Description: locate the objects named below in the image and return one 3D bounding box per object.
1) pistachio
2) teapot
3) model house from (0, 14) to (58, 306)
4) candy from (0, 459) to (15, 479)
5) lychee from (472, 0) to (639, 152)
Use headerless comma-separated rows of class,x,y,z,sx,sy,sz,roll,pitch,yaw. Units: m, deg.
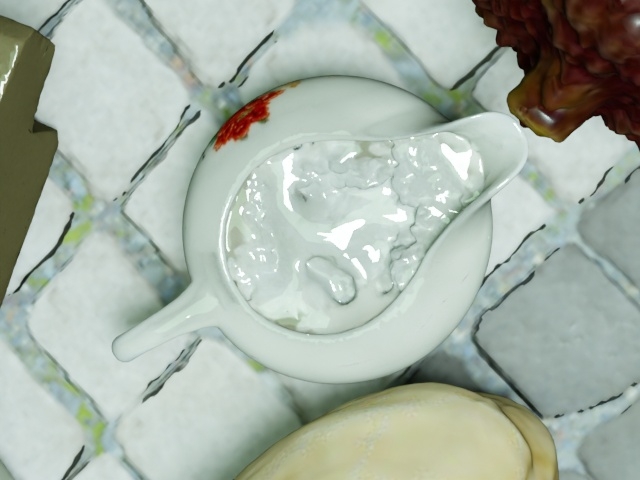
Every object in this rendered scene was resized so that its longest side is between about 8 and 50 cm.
pistachio,0.009,0.153,0.823,0.229,0.157,0.157,-29,90,15
teapot,0.000,0.000,0.830,0.226,0.092,0.145,-32,87,14
model house,-0.265,-0.069,0.827,0.248,0.181,0.176,22,99,6
candy,-0.165,0.282,0.867,0.208,0.145,0.359,-38,88,13
lychee,0.165,-0.154,0.712,0.236,0.236,0.271,29,91,6
